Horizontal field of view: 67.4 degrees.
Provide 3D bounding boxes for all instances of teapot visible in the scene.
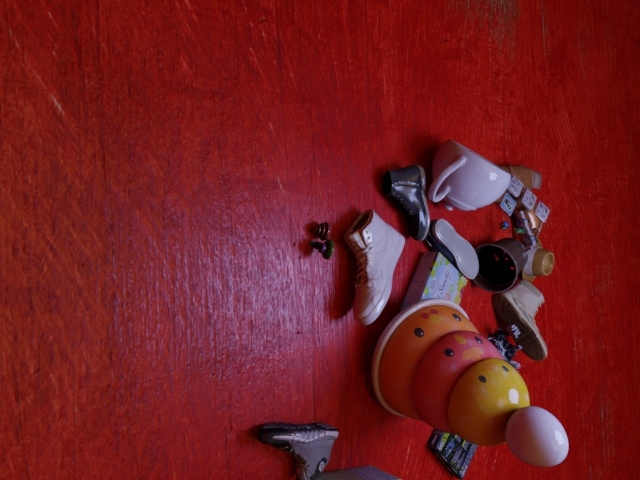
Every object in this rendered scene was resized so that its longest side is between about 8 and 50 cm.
[{"bbox_3d":[0.431,-0.176,1.458,0.256,0.252,0.187,26,109,-14],"label":"teapot"}]

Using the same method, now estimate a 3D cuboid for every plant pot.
[{"bbox_3d":[0.607,0.071,1.613,0.165,0.167,0.167,-21,101,-45],"label":"plant pot"}]

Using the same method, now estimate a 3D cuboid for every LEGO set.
[{"bbox_3d":[0.666,-0.083,1.613,0.182,0.060,0.244,42,52,-5],"label":"LEGO set"}]

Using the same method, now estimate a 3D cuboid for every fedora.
[{"bbox_3d":[0.827,0.082,1.810,0.194,0.079,0.194,-17,113,-45],"label":"fedora"}]

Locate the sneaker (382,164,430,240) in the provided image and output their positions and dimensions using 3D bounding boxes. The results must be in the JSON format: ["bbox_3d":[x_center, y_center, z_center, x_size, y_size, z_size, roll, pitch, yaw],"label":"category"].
[{"bbox_3d":[0.239,-0.101,1.381,0.118,0.083,0.222,-11,98,-24],"label":"sneaker"}]

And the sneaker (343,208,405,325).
[{"bbox_3d":[0.110,0.058,1.246,0.169,0.108,0.292,41,54,-28],"label":"sneaker"}]

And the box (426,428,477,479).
[{"bbox_3d":[0.430,0.616,1.509,0.184,0.045,0.190,51,60,-23],"label":"box"}]

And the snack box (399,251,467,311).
[{"bbox_3d":[0.344,0.164,1.444,0.174,0.070,0.207,41,63,-30],"label":"snack box"}]

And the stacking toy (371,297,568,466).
[{"bbox_3d":[0.384,0.370,1.167,0.350,0.480,0.350,-8,107,-28],"label":"stacking toy"}]

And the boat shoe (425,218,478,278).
[{"bbox_3d":[0.400,0.030,1.491,0.254,0.079,0.095,40,66,-28],"label":"boat shoe"}]

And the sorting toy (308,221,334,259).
[{"bbox_3d":[0.000,0.000,1.182,0.042,0.061,0.102,13,52,-24],"label":"sorting toy"}]

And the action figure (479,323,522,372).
[{"bbox_3d":[0.601,0.368,1.600,0.276,0.141,0.164,7,72,-37],"label":"action figure"}]

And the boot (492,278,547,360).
[{"bbox_3d":[0.748,0.278,1.716,0.203,0.095,0.262,-21,72,-41],"label":"boot"}]

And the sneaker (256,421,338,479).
[{"bbox_3d":[-0.053,0.492,1.099,0.229,0.086,0.132,18,79,-38],"label":"sneaker"}]

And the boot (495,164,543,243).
[{"bbox_3d":[0.701,-0.132,1.732,0.220,0.109,0.283,3,97,-31],"label":"boot"}]

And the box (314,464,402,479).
[{"bbox_3d":[0.066,0.683,1.164,0.243,0.117,0.213,13,80,-37],"label":"box"}]
